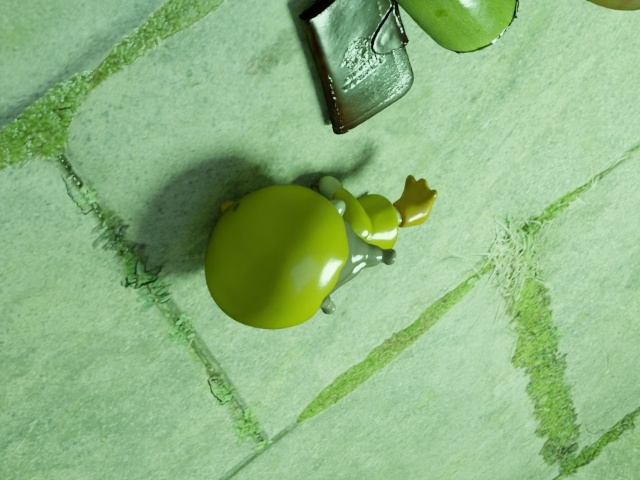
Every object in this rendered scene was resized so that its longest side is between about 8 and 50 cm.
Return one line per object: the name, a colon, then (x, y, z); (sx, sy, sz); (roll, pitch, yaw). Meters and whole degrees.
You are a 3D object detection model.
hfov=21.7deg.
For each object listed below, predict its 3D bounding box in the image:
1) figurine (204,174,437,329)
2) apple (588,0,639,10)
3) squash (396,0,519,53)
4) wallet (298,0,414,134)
figurine: (0.000, 0.000, 2.239); (0.343, 0.187, 0.215); (-21, 156, -43)
apple: (0.316, -0.430, 1.833); (0.391, 0.391, 0.346); (0, 117, -49)
squash: (0.138, -0.331, 2.017); (0.132, 0.132, 0.247); (-46, 148, 6)
wallet: (0.050, -0.243, 2.118); (0.137, 0.031, 0.255); (-36, 149, -10)
